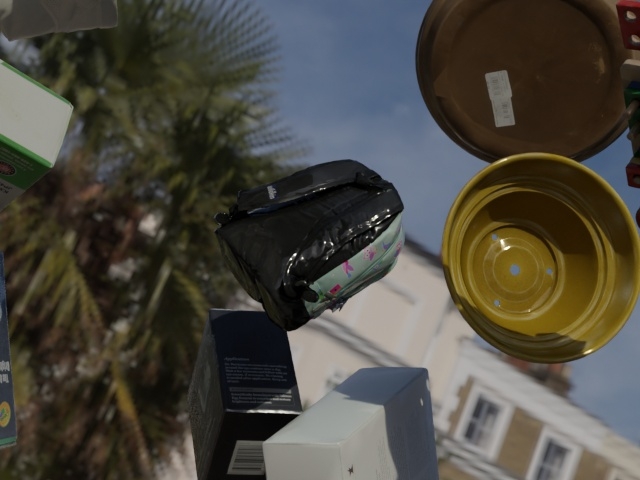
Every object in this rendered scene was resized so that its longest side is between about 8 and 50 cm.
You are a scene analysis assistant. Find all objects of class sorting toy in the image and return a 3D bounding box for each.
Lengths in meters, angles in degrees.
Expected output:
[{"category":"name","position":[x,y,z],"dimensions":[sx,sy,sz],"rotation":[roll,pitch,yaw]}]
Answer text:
[{"category":"sorting toy","position":[0.318,-0.088,1.203],"dimensions":[0.132,0.046,0.275],"rotation":[16,-39,34]}]

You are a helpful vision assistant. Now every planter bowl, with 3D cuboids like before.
[{"category":"planter bowl","position":[0.216,0.025,1.460],"dimensions":[0.217,0.217,0.090],"rotation":[26,-16,-7]}]

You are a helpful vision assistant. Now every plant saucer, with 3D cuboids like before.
[{"category":"plant saucer","position":[0.246,-0.202,1.635],"dimensions":[0.277,0.041,0.278],"rotation":[5,-62,9]}]

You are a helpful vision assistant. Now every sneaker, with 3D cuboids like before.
[{"category":"sneaker","position":[-0.336,-0.341,1.649],"dimensions":[0.169,0.108,0.292],"rotation":[-14,-34,-11]}]

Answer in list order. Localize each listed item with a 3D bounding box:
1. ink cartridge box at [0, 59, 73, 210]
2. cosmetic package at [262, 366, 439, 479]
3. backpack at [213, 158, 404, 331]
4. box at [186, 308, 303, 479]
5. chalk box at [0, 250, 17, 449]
[{"category":"ink cartridge box","position":[-0.357,-0.089,1.324],"dimensions":[0.153,0.087,0.208],"rotation":[31,-42,-27]},{"category":"cosmetic package","position":[0.052,0.357,1.552],"dimensions":[0.097,0.377,0.284],"rotation":[-3,9,21]},{"category":"backpack","position":[0.000,0.000,1.453],"dimensions":[0.152,0.182,0.115],"rotation":[50,-20,26]},{"category":"box","position":[-0.090,0.188,1.609],"dimensions":[0.093,0.158,0.156],"rotation":[4,-49,-16]},{"category":"chalk box","position":[-0.442,0.155,1.515],"dimensions":[0.179,0.289,0.180],"rotation":[-6,-6,6]}]
